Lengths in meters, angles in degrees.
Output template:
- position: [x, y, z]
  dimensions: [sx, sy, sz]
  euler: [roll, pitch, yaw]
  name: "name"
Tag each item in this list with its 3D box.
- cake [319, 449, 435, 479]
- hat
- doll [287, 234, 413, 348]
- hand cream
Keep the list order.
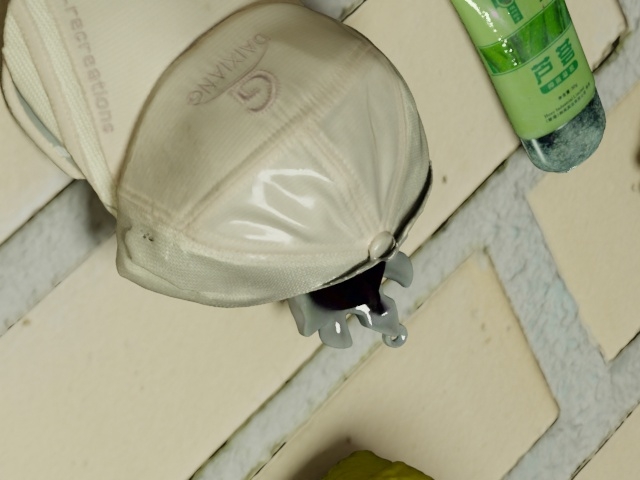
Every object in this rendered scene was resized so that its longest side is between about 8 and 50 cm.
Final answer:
- position: [0.082, 0.263, 1.282]
  dimensions: [0.156, 0.179, 0.260]
  euler: [-50, 129, -20]
  name: "cake"
- position: [-0.046, -0.095, 1.086]
  dimensions: [0.219, 0.164, 0.226]
  euler: [-43, 128, -23]
  name: "hat"
- position: [0.000, 0.000, 1.215]
  dimensions: [0.096, 0.070, 0.195]
  euler: [-45, 118, -14]
  name: "doll"
- position: [0.145, -0.128, 1.318]
  dimensions: [0.095, 0.046, 0.175]
  euler: [-39, 122, -23]
  name: "hand cream"
